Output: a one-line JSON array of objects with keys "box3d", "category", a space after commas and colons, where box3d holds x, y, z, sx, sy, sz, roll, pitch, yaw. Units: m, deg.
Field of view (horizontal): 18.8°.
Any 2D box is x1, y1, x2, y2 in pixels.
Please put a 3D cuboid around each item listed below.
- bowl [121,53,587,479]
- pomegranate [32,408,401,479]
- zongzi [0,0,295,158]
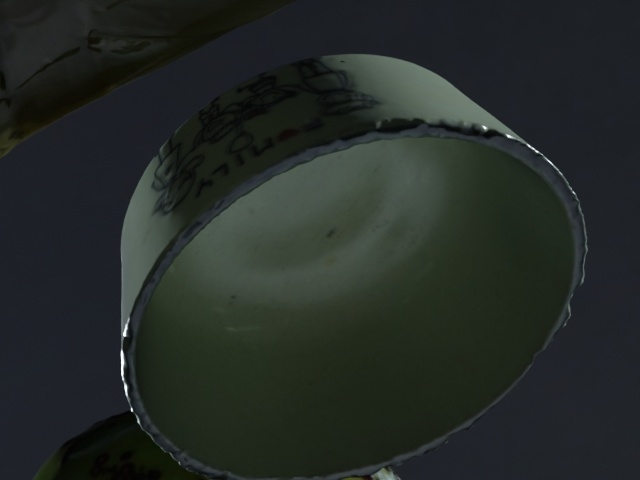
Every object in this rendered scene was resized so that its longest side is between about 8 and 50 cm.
[{"box3d": [0.000, 0.000, 0.865, 0.211, 0.112, 0.211, -14, -45, -14], "category": "bowl"}, {"box3d": [-0.031, 0.246, 1.023, 0.285, 0.285, 0.341, -13, 36, -31], "category": "pomegranate"}, {"box3d": [-0.098, -0.053, 0.577, 0.260, 0.289, 0.123, -54, -41, 1], "category": "zongzi"}]
